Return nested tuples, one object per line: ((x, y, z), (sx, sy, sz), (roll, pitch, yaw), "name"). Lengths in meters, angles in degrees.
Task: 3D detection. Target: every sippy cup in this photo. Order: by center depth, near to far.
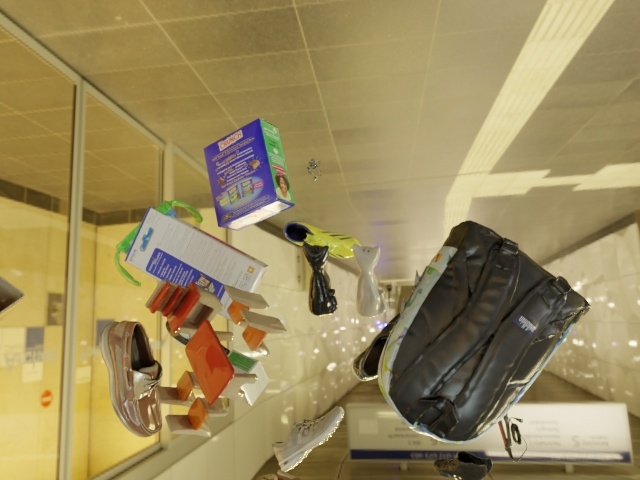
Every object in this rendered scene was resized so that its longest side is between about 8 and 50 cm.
((-0.539, 0.017, 1.663), (0.305, 0.224, 0.240), (-43, -164, 2), "sippy cup")

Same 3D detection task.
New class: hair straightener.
((0.657, 0.640, 1.661), (0.089, 0.231, 0.047), (-27, 141, 33), "hair straightener")

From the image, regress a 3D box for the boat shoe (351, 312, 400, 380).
((0.173, 0.236, 1.116), (0.233, 0.084, 0.079), (-40, 167, -17), "boat shoe")

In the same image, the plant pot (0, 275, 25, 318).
((-0.643, 0.124, 0.888), (0.096, 0.109, 0.109), (-48, -173, 31), "plant pot")

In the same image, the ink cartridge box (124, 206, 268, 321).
((-0.345, 0.064, 1.333), (0.370, 0.176, 0.069), (27, -175, 5), "ink cartridge box")

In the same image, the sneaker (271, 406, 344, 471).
((-0.044, 0.644, 1.615), (0.281, 0.115, 0.105), (-38, 158, -7), "sneaker")

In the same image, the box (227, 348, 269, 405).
((-0.212, 0.367, 1.289), (0.101, 0.087, 0.102), (13, 137, 32), "box")

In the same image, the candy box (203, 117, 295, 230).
((-0.257, -0.229, 1.704), (0.268, 0.317, 0.122), (-21, 163, 26), "candy box")

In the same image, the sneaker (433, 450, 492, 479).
((0.355, 0.565, 1.213), (0.051, 0.089, 0.170), (-19, -166, -36), "sneaker")

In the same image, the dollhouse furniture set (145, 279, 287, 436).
((-0.231, 0.193, 0.919), (0.135, 0.262, 0.259), (27, -167, -43), "dollhouse furniture set")

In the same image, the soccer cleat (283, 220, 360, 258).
((-0.001, 0.001, 1.709), (0.289, 0.094, 0.121), (17, -175, 15), "soccer cleat")

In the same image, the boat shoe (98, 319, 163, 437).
((-0.487, 0.367, 1.282), (0.116, 0.325, 0.123), (-17, -176, 20), "boat shoe")

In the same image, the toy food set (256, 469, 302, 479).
((-0.100, 0.629, 1.233), (0.132, 0.039, 0.192), (13, -179, 24), "toy food set")

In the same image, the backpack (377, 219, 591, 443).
((0.261, 0.193, 0.890), (0.290, 0.356, 0.273), (33, 163, -3), "backpack")

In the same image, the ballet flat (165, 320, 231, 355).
((-0.390, 0.317, 1.571), (0.095, 0.280, 0.096), (-42, 160, -46), "ballet flat")

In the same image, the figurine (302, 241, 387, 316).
((0.063, 0.094, 1.255), (0.214, 0.210, 0.092), (0, -149, 13), "figurine")

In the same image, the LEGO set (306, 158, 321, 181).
((-0.021, -0.204, 1.343), (0.023, 0.054, 0.083), (27, -163, -38), "LEGO set")
